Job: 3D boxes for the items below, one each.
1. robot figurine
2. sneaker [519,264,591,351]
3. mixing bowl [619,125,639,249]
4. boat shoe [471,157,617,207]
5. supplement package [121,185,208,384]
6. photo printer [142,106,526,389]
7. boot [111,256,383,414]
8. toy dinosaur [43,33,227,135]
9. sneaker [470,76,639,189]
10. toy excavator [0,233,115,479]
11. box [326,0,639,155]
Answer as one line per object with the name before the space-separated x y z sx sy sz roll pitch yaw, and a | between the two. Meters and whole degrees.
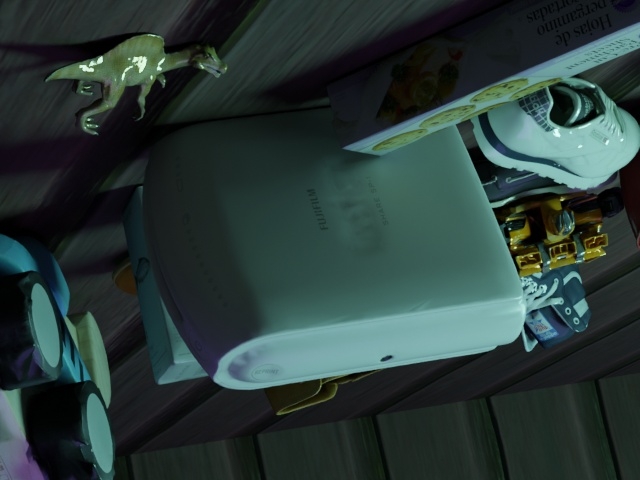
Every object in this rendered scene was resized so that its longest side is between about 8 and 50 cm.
robot figurine | 0.214 -0.006 2.190 0.211 0.085 0.291 -14 -176 -17
sneaker | 0.232 0.054 2.421 0.099 0.153 0.282 -24 163 39
mixing bowl | 0.379 -0.081 2.066 0.181 0.098 0.181 -27 159 -11
boat shoe | 0.206 -0.083 2.079 0.206 0.075 0.065 -8 124 3
supplement package | -0.123 0.038 1.960 0.105 0.179 0.105 -9 166 -16
photo printer | 0.000 0.000 1.774 0.307 0.256 0.107 -7 147 -19
boot | -0.077 0.087 2.145 0.295 0.211 0.104 -16 166 17
toy dinosaur | -0.163 -0.130 1.543 0.183 0.053 0.092 -11 154 -41
sneaker | 0.249 -0.111 1.914 0.235 0.090 0.095 0 153 -48
toy excavator | -0.322 0.114 2.076 0.222 0.445 0.433 -13 126 8
box | 0.151 -0.154 1.668 0.324 0.063 0.067 -21 166 33
